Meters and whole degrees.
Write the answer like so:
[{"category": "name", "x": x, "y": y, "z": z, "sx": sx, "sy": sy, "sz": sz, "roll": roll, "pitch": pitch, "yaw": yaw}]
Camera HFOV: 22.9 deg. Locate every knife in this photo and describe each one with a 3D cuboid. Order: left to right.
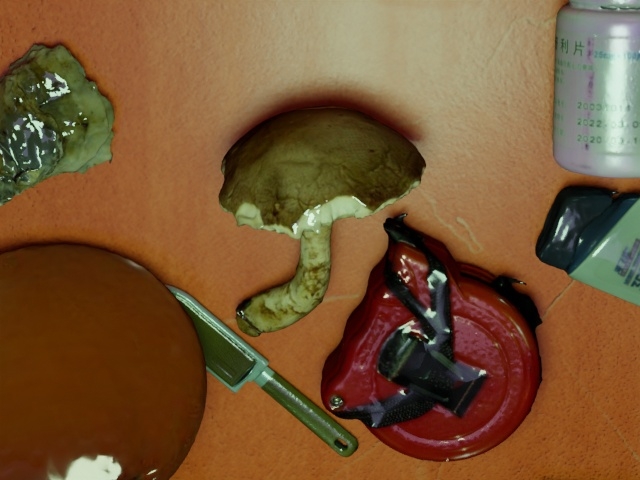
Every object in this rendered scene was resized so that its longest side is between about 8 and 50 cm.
[{"category": "knife", "x": -0.095, "y": 0.161, "z": 1.930, "sx": 0.343, "sy": 0.027, "sz": 0.061, "roll": 41, "pitch": 108, "yaw": -8}]

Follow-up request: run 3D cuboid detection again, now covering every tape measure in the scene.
[{"category": "tape measure", "x": 0.138, "y": 0.132, "z": 1.861, "sx": 0.260, "sy": 0.114, "sz": 0.253, "roll": 27, "pitch": 106, "yaw": -4}]

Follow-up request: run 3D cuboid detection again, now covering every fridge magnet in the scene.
[{"category": "fridge magnet", "x": -0.312, "y": 0.172, "z": 1.824, "sx": 0.364, "sy": 0.155, "sz": 0.363, "roll": 0, "pitch": 63, "yaw": 0}]

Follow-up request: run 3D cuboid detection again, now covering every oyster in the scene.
[{"category": "oyster", "x": -0.354, "y": -0.112, "z": 1.838, "sx": 0.233, "sy": 0.107, "sz": 0.161, "roll": -38, "pitch": 92, "yaw": 10}]

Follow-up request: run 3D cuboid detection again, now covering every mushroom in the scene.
[{"category": "mushroom", "x": 0.003, "y": -0.034, "z": 1.815, "sx": 0.233, "sy": 0.301, "sz": 0.208, "roll": 4, "pitch": 63, "yaw": 6}]

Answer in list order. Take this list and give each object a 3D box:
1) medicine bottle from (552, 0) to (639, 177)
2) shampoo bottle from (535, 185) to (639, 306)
[{"category": "medicine bottle", "x": 0.332, "y": -0.204, "z": 1.734, "sx": 0.152, "sy": 0.152, "sz": 0.254, "roll": -1, "pitch": 105, "yaw": 4}, {"category": "shampoo bottle", "x": 0.437, "y": 0.031, "z": 1.831, "sx": 0.360, "sy": 0.078, "sz": 0.134, "roll": 22, "pitch": 102, "yaw": -2}]
